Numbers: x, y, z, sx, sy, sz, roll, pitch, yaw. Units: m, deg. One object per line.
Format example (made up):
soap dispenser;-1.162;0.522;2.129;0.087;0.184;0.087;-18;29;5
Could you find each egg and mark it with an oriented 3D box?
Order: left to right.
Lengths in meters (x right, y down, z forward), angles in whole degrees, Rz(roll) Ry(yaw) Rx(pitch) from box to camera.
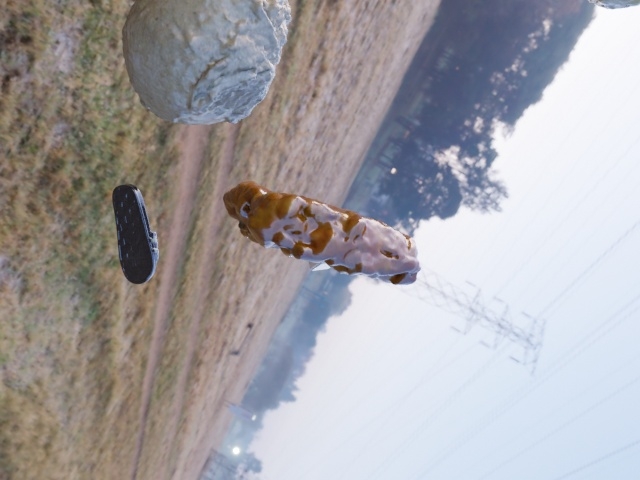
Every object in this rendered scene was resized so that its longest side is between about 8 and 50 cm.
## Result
egg;-0.194;-0.332;1.065;0.310;0.279;0.279;-39;-169;33

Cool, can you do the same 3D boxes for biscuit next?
biscuit;-0.009;-0.016;1.116;0.312;0.318;0.111;25;-82;63

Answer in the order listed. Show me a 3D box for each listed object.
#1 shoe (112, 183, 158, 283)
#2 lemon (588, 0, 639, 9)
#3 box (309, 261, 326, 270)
shoe;-0.317;-0.014;1.109;0.049;0.071;0.179;-37;124;-65
lemon;0.441;-0.444;0.918;0.192;0.231;0.192;-24;152;-14
box;0.000;0.000;1.535;0.129;0.051;0.130;138;-55;-75
